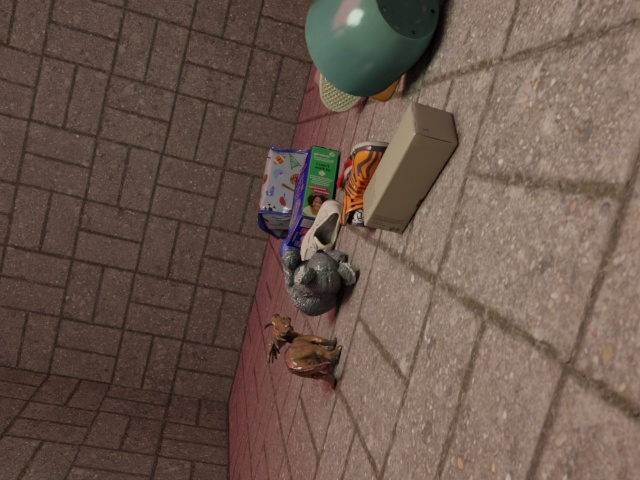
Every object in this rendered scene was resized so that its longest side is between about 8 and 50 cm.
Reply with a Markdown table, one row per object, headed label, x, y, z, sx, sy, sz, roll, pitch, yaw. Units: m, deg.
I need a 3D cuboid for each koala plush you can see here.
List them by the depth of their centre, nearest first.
| label | x | y | z | sx | sy | sz | roll | pitch | yaw |
| --- | --- | --- | --- | --- | --- | --- | --- | --- | --- |
| koala plush | 0.000 | 0.106 | 1.578 | 0.221 | 0.196 | 0.203 | 139 | 131 | -70 |

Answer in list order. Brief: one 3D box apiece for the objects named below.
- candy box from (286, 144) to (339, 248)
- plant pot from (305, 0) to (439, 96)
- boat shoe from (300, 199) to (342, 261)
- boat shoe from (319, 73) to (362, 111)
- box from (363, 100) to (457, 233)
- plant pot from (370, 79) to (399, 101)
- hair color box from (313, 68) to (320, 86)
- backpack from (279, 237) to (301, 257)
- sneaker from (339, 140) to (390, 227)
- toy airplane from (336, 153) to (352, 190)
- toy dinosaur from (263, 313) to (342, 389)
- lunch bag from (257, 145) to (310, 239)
| label | x | y | z | sx | sy | sz | roll | pitch | yaw |
| --- | --- | --- | --- | --- | --- | --- | --- | --- | --- |
| candy box | -0.032 | -0.159 | 2.142 | 0.268 | 0.122 | 0.317 | 123 | 156 | -62 |
| plant pot | 0.143 | -0.530 | 1.354 | 0.235 | 0.293 | 0.293 | -13 | 64 | 62 |
| boat shoe | 0.000 | 0.000 | 1.868 | 0.096 | 0.098 | 0.277 | -97 | 25 | -62 |
| boat shoe | 0.124 | -0.665 | 1.818 | 0.156 | 0.187 | 0.500 | -77 | 3 | -64 |
| box | 0.180 | -0.146 | 1.180 | 0.275 | 0.094 | 0.113 | 116 | 162 | -47 |
| plant pot | 0.128 | -0.527 | 1.615 | 0.205 | 0.188 | 0.205 | -167 | 90 | -79 |
| hair color box | 0.057 | -0.731 | 2.381 | 0.347 | 0.105 | 0.174 | -105 | 30 | -67 |
| backpack | -0.102 | 0.038 | 2.254 | 0.101 | 0.120 | 0.098 | -173 | 97 | -79 |
| sneaker | 0.124 | -0.127 | 1.422 | 0.321 | 0.125 | 0.180 | 105 | 171 | -77 |
| toy airplane | 0.084 | -0.233 | 1.898 | 0.151 | 0.028 | 0.151 | -166 | 90 | -80 |
| toy dinosaur | -0.059 | 0.317 | 1.543 | 0.296 | 0.200 | 0.127 | -136 | 60 | -76 |
| lunch bag | -0.156 | -0.199 | 2.535 | 0.385 | 0.239 | 0.327 | 84 | -165 | -75 |
